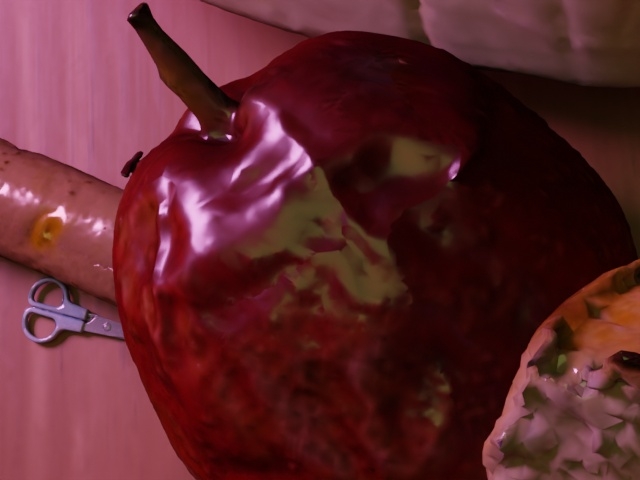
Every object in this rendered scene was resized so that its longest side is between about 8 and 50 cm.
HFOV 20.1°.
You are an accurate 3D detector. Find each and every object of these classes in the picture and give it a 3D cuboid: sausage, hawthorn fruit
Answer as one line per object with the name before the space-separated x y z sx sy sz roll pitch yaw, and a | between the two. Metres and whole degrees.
sausage | -0.192 -0.030 0.957 0.301 0.066 0.066 21 85 18
hawthorn fruit | 0.000 0.000 0.815 0.230 0.210 0.266 -38 102 19

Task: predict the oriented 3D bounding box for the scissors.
scissors | -0.119 0.044 0.954 0.083 0.006 0.036 15 85 17

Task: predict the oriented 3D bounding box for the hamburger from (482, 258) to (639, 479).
hamburger | 0.299 0.128 0.699 0.445 0.287 0.268 14 123 15

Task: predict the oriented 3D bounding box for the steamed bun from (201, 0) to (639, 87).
steamed bun | 0.045 -0.294 0.790 0.456 0.371 0.290 17 63 18
